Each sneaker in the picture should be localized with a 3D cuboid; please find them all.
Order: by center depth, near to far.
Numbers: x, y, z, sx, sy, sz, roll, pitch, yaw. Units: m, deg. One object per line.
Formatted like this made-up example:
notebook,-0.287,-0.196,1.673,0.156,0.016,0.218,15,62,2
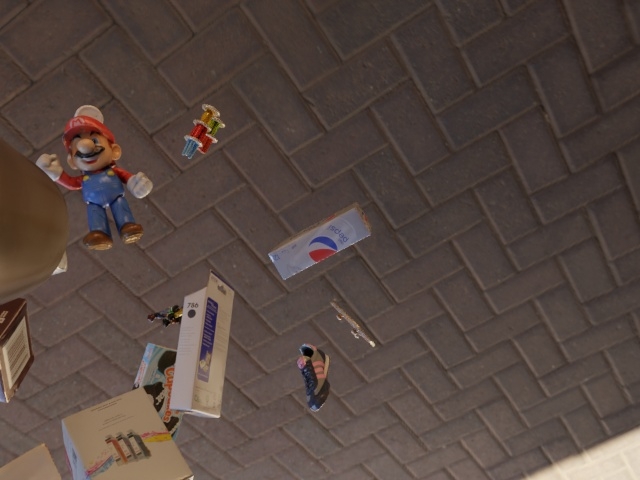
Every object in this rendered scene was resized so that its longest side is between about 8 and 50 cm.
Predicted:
sneaker,-0.040,0.517,2.167,0.131,0.319,0.112,40,106,-15

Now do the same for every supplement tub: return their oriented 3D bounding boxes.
supplement tub,-0.622,-0.314,1.514,0.071,0.107,0.070,3,84,-28

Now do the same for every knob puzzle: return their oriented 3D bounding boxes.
knob puzzle,0.096,0.265,1.757,0.030,0.213,0.213,-43,124,-5

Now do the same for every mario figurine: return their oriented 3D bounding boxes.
mario figurine,-0.527,-0.147,1.327,0.170,0.320,0.198,-25,171,39

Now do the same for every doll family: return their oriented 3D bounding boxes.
doll family,-0.510,0.261,1.958,0.193,0.111,0.075,-18,97,33

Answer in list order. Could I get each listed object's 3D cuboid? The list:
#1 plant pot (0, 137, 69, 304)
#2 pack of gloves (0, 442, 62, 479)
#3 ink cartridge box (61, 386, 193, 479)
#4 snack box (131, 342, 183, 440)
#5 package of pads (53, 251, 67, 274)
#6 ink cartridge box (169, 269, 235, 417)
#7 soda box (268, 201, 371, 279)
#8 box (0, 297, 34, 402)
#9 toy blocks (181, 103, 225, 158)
plant pot,-0.453,-0.026,0.648,0.323,0.323,0.280,-28,170,8
pack of gloves,-0.428,0.403,0.712,0.232,0.195,0.046,-25,171,-21
ink cartridge box,-0.288,0.341,0.844,0.127,0.176,0.128,-16,137,-36
snack box,-0.542,0.526,1.919,0.187,0.060,0.321,25,74,-38
package of pads,-0.898,-0.021,1.691,0.229,0.296,0.101,-15,169,-8
ink cartridge box,-0.281,0.251,1.380,0.065,0.332,0.165,-2,156,15
soda box,0.000,0.000,1.611,0.286,0.098,0.091,-28,100,12
box,-0.817,0.199,1.176,0.382,0.143,0.191,10,124,-6
toy blocks,-0.321,-0.278,1.537,0.054,0.123,0.148,24,77,8
